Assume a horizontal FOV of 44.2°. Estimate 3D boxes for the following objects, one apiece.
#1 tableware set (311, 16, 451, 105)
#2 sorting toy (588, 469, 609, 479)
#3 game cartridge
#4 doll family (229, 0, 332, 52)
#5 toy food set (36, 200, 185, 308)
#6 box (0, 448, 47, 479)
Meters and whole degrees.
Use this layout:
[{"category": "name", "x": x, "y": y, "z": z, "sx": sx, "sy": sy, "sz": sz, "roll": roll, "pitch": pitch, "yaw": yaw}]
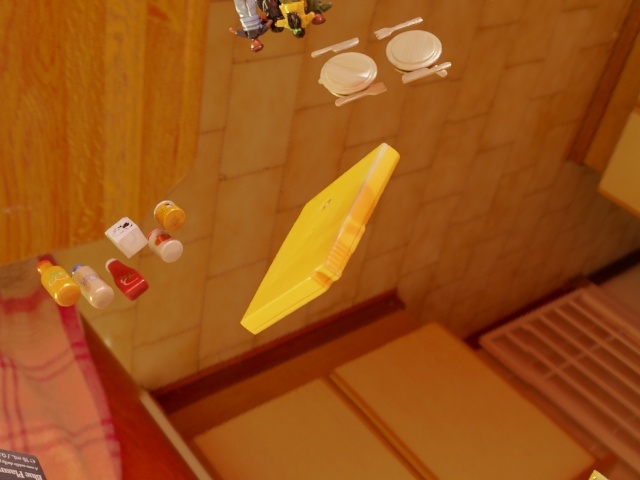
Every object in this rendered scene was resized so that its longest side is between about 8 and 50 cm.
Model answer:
[{"category": "tableware set", "x": 0.096, "y": -0.267, "z": 1.225, "sx": 0.194, "sy": 0.128, "sz": 0.039, "roll": -19, "pitch": 145, "yaw": -4}, {"category": "sorting toy", "x": 0.274, "y": 0.340, "z": 0.799, "sx": 0.132, "sy": 0.046, "sz": 0.274, "roll": -58, "pitch": -173, "yaw": 23}, {"category": "game cartridge", "x": 0.000, "y": 0.000, "z": 1.431, "sx": 0.285, "sy": 0.053, "sz": 0.323, "roll": -35, "pitch": -157, "yaw": 50}, {"category": "doll family", "x": -0.076, "y": -0.418, "z": 1.464, "sx": 0.076, "sy": 0.193, "sz": 0.111, "roll": -58, "pitch": 138, "yaw": -52}, {"category": "toy food set", "x": -0.321, "y": 0.020, "z": 1.244, "sx": 0.232, "sy": 0.104, "sz": 0.111, "roll": -42, "pitch": 135, "yaw": -15}, {"category": "box", "x": -0.310, "y": 0.262, "z": 0.689, "sx": 0.093, "sy": 0.158, "sz": 0.156, "roll": -48, "pitch": 141, "yaw": 5}]
